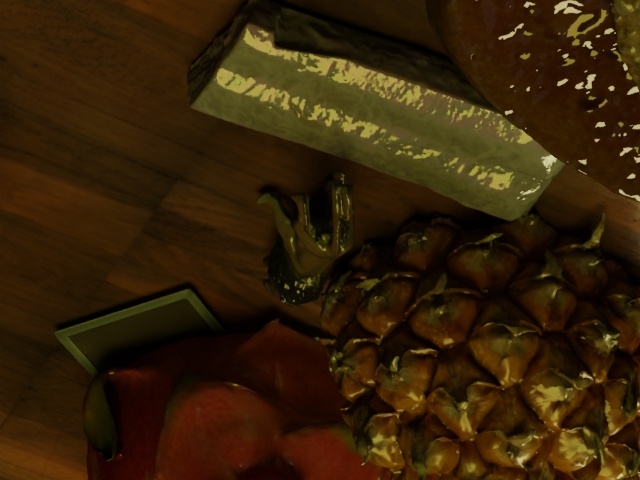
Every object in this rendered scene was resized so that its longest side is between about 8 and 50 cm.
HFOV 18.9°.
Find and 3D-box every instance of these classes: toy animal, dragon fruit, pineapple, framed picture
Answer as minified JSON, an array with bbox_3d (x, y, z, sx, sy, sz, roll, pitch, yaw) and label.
[{"bbox_3d":[-0.004,-0.017,1.525,0.069,0.086,0.220,-13,162,-14],"label":"toy animal"},{"bbox_3d":[-0.071,0.242,1.682,0.305,0.226,0.305,0,136,0],"label":"dragon fruit"},{"bbox_3d":[0.180,0.136,1.531,0.344,0.286,0.209,20,134,-18],"label":"pineapple"},{"bbox_3d":[-0.132,0.115,1.722,0.142,0.011,0.183,-19,132,21],"label":"framed picture"}]

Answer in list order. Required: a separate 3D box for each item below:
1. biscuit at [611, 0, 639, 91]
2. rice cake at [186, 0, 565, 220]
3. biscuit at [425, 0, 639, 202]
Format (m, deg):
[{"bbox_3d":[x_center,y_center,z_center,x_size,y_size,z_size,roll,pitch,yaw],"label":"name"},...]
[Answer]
[{"bbox_3d":[0.293,-0.128,1.268,0.220,0.033,0.220,20,139,19],"label":"biscuit"},{"bbox_3d":[0.053,-0.098,1.461,0.298,0.050,0.106,19,134,-16],"label":"rice cake"},{"bbox_3d":[0.278,-0.178,1.351,0.350,0.070,0.394,-36,126,23],"label":"biscuit"}]
